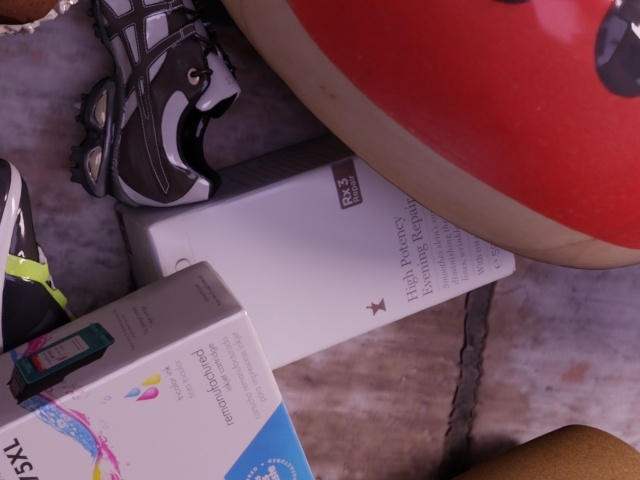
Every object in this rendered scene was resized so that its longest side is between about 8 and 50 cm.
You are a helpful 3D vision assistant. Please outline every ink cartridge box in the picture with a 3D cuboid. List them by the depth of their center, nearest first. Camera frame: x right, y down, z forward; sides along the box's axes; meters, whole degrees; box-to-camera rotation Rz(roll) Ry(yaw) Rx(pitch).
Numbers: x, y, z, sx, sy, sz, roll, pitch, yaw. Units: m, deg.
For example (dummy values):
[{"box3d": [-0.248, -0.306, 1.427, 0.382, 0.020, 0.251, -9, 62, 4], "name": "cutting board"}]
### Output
[{"box3d": [-0.132, 0.124, 0.636, 0.231, 0.078, 0.134, -26, 118, -11], "name": "ink cartridge box"}]

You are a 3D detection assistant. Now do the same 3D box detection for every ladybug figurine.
[{"box3d": [0.117, -0.164, 0.670, 0.449, 0.162, 0.305, 35, 58, -21], "name": "ladybug figurine"}]

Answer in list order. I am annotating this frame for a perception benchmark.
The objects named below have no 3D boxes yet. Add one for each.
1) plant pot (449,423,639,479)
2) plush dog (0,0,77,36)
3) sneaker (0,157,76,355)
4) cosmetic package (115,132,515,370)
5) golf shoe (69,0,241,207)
[{"box3d": [0.132, 0.253, 0.806, 0.254, 0.237, 0.237, -38, 115, -27], "name": "plant pot"}, {"box3d": [-0.147, -0.258, 0.559, 0.210, 0.225, 0.262, 32, 113, -2], "name": "plush dog"}, {"box3d": [-0.167, 0.062, 0.696, 0.097, 0.084, 0.235, -7, 113, -27], "name": "sneaker"}, {"box3d": [0.000, 0.000, 0.750, 0.231, 0.085, 0.117, -22, 109, -20], "name": "cosmetic package"}, {"box3d": [-0.084, -0.115, 0.672, 0.094, 0.077, 0.198, 10, 105, 16], "name": "golf shoe"}]
